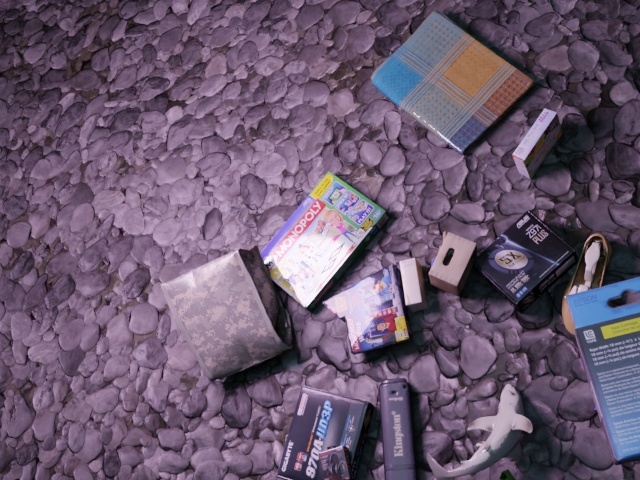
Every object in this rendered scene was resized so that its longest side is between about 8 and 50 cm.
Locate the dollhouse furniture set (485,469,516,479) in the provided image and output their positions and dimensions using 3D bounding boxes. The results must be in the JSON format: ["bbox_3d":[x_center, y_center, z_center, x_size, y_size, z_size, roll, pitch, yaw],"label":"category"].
[{"bbox_3d":[0.335,0.529,1.569,0.152,0.076,0.058,-17,50,-19],"label":"dollhouse furniture set"}]

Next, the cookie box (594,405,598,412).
[{"bbox_3d":[0.626,0.317,1.571,0.092,0.040,0.107,19,78,27],"label":"cookie box"}]

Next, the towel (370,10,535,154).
[{"bbox_3d":[0.338,-0.417,2.012,0.271,0.040,0.370,-45,61,1],"label":"towel"}]

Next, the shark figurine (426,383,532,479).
[{"bbox_3d":[0.363,0.445,1.602,0.278,0.116,0.166,-44,25,-8],"label":"shark figurine"}]

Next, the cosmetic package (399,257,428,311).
[{"bbox_3d":[0.222,0.106,1.825,0.041,0.060,0.115,-14,62,19],"label":"cosmetic package"}]

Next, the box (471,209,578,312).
[{"bbox_3d":[0.463,0.047,1.735,0.180,0.077,0.147,-42,58,2],"label":"box"}]

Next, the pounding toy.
[{"bbox_3d":[0.304,0.040,1.788,0.100,0.130,0.141,23,79,17],"label":"pounding toy"}]

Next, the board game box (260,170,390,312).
[{"bbox_3d":[0.000,0.000,1.974,0.213,0.046,0.317,37,86,30],"label":"board game box"}]

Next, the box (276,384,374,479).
[{"bbox_3d":[0.012,0.462,1.768,0.175,0.051,0.220,10,73,25],"label":"box"}]

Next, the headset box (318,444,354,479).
[{"bbox_3d":[0.034,0.496,1.695,0.062,0.032,0.083,-19,65,14],"label":"headset box"}]

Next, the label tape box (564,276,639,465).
[{"bbox_3d":[0.649,0.247,1.506,0.241,0.106,0.333,-16,65,14],"label":"label tape box"}]

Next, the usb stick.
[{"bbox_3d":[0.174,0.447,1.708,0.077,0.045,0.278,-11,64,20],"label":"usb stick"}]

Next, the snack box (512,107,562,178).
[{"bbox_3d":[0.516,-0.228,1.816,0.037,0.100,0.141,33,85,32],"label":"snack box"}]

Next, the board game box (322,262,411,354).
[{"bbox_3d":[0.111,0.176,1.842,0.194,0.060,0.194,-17,63,17],"label":"board game box"}]

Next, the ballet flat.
[{"bbox_3d":[0.577,0.090,1.670,0.080,0.073,0.232,11,74,25],"label":"ballet flat"}]

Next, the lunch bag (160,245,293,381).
[{"bbox_3d":[-0.220,0.187,1.912,0.235,0.169,0.287,-24,87,15],"label":"lunch bag"}]
